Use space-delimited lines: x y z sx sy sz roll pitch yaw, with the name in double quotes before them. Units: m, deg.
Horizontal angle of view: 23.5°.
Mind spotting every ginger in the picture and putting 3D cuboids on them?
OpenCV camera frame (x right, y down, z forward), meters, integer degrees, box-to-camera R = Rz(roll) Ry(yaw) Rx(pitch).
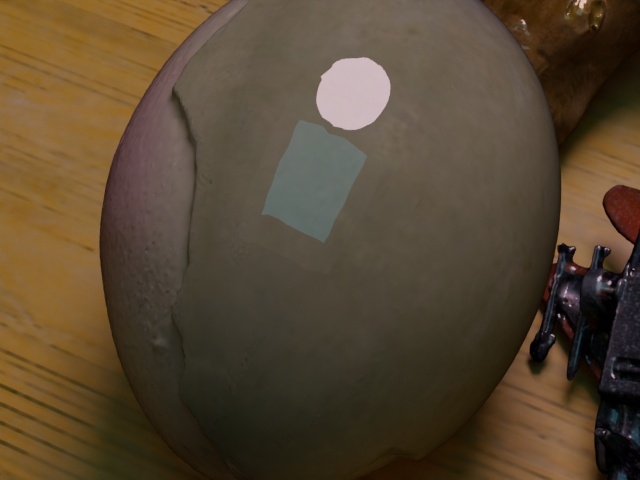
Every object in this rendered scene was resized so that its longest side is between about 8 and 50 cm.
"ginger" 0.133 -0.125 0.750 0.205 0.081 0.115 -39 39 6

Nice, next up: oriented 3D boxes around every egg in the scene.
"egg" 0.000 0.000 0.613 0.183 0.183 0.217 15 49 12

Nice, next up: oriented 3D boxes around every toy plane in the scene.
"toy plane" 0.136 0.058 0.645 0.130 0.061 0.189 4 55 33
